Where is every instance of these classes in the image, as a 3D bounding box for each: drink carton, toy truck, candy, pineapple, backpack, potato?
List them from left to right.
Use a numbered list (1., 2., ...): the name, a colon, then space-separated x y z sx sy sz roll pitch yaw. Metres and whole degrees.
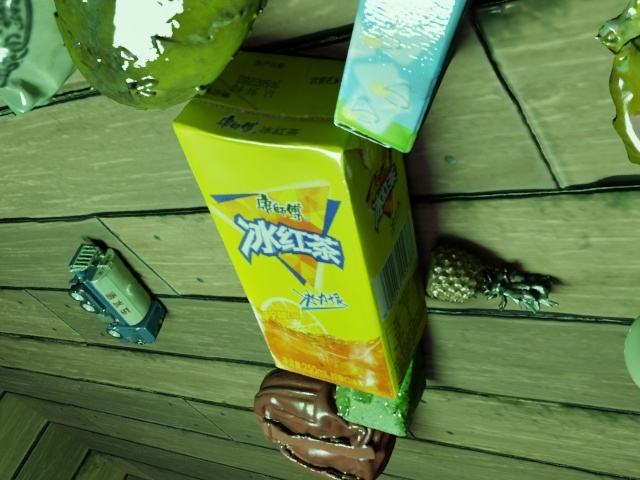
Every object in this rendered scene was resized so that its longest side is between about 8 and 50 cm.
1. toy truck: -0.306 0.080 1.184 0.088 0.074 0.202 1 143 23
2. potato: -0.109 -0.186 0.529 0.149 0.113 0.251 35 145 -5
3. drink carton: 0.000 0.000 0.732 0.154 0.111 0.351 11 144 23
4. backpack: 0.003 0.264 1.150 0.229 0.139 0.229 18 149 11
5. candy: 0.063 -0.150 0.477 0.062 0.097 0.194 22 150 5
6. pineapple: 0.165 0.038 0.760 0.124 0.058 0.058 8 149 4

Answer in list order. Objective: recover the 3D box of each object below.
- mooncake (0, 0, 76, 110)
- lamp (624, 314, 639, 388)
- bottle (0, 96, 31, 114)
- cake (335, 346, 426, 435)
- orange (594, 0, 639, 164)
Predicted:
1. mooncake: -0.306 -0.231 0.607 0.254 0.136 0.250 24 147 4
2. lamp: 0.307 0.066 0.655 0.090 0.091 0.163 12 134 24
3. bottle: -0.338 -0.173 0.833 0.030 0.030 0.083 3 143 35
4. cake: 0.066 0.144 0.951 0.100 0.099 0.235 13 147 19
5. orange: 0.234 -0.092 0.418 0.170 0.112 0.160 54 175 44
